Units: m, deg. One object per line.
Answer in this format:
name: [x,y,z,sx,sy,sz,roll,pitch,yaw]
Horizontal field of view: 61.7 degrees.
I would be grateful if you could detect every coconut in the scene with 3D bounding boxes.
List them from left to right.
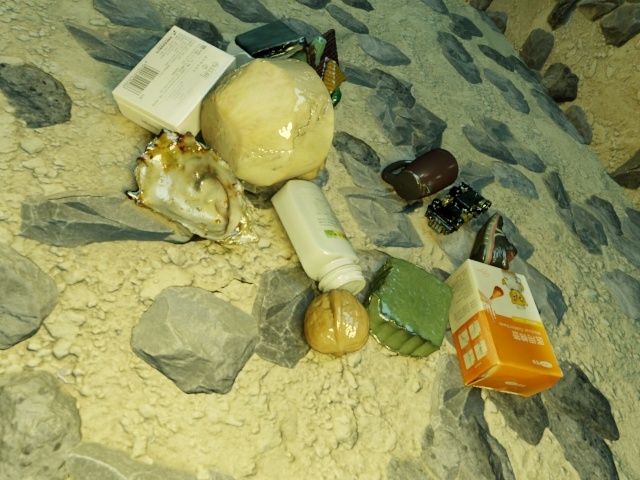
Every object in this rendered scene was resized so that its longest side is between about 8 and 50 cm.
coconut: [-0.117,-0.309,1.410,0.353,0.352,0.352,18,44,-19]

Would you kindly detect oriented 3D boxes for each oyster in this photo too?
oyster: [-0.286,-0.125,1.321,0.361,0.096,0.221,27,83,0]

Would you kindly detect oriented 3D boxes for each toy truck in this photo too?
toy truck: [0.446,-0.092,1.782,0.127,0.127,0.257,44,42,19]

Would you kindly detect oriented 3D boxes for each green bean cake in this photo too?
green bean cake: [0.219,0.174,1.388,0.222,0.125,0.227,32,43,-7]

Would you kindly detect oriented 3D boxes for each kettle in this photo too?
kettle: [0.333,-0.229,1.830,0.202,0.144,0.232,33,40,28]

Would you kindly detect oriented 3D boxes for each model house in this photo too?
model house: [-0.004,-0.603,1.860,0.230,0.249,0.280,35,42,-2]

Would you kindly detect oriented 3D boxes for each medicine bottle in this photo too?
medicine bottle: [0.000,0.000,1.397,0.179,0.124,0.324,15,39,-53]

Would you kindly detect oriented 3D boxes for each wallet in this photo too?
wallet: [-0.176,-0.668,1.797,0.191,0.046,0.379,-23,33,-5]

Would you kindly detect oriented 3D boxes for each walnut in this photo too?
walnut: [0.037,0.189,1.240,0.166,0.149,0.166,0,38,0]

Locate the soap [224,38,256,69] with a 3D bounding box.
soap: [-0.278,-0.418,1.666,0.159,0.258,0.302,32,85,-3]

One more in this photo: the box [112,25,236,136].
box: [-0.381,-0.413,1.443,0.203,0.116,0.274,28,68,7]

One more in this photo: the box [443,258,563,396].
box: [0.491,0.244,1.487,0.225,0.143,0.341,15,44,-21]

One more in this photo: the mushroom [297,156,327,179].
mushroom: [-0.050,-0.250,1.608,0.148,0.112,0.148,16,47,-18]

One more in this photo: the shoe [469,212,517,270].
shoe: [0.591,0.014,1.783,0.137,0.114,0.291,30,44,1]
